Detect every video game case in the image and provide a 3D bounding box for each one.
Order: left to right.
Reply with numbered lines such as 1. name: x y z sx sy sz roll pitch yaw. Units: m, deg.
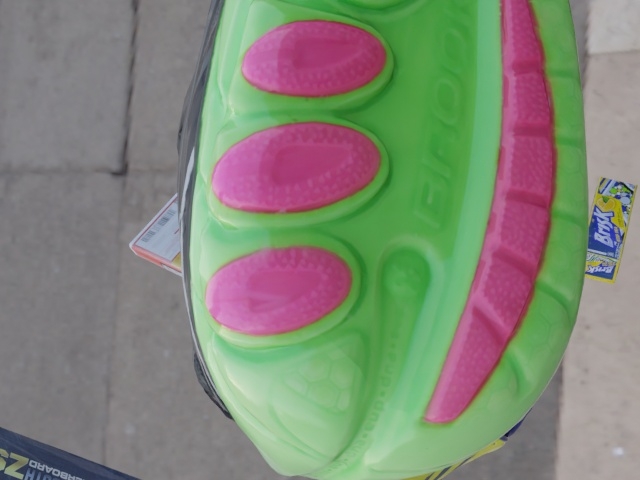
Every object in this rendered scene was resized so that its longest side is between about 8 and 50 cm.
1. video game case: -0.111 -0.029 1.684 0.204 0.025 0.285 -48 35 -15

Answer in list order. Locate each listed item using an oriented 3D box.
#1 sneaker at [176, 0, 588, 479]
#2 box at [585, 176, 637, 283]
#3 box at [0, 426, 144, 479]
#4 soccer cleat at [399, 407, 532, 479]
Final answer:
1. sneaker: 0.029 -0.138 0.546 0.202 0.185 0.483 -36 34 66
2. box: 0.423 -0.016 1.917 0.059 0.169 0.054 14 136 11
3. box: -0.222 0.210 0.843 0.233 0.183 0.059 -53 20 41
4. soccer cleat: 0.135 0.207 1.399 0.121 0.289 0.093 -21 89 33
